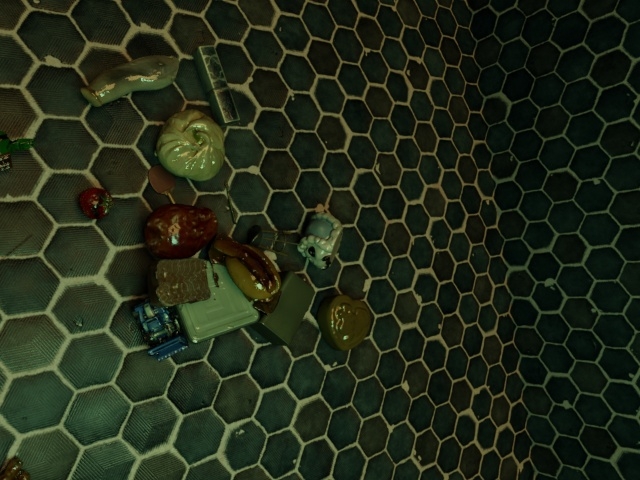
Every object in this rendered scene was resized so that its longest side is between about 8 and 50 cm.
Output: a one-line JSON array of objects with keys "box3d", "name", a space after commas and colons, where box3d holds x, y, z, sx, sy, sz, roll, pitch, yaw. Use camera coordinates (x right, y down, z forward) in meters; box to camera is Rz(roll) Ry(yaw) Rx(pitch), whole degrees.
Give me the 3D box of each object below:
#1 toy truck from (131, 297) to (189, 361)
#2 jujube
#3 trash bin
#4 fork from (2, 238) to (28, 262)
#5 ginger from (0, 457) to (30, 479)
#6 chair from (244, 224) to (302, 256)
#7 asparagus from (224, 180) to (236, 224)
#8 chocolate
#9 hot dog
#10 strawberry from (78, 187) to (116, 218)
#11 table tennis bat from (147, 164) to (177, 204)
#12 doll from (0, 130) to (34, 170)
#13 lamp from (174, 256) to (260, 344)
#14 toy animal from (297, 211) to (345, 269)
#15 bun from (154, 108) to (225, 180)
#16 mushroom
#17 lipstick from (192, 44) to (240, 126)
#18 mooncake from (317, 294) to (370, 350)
[{"box3d": [-0.505, 0.281, 1.554, 0.113, 0.126, 0.208, -25, 100, -10], "name": "toy truck"}, {"box3d": [-0.452, -0.035, 1.626, 0.255, 0.190, 0.189, -24, 99, -48], "name": "jujube"}, {"box3d": [-0.142, 0.255, 1.856, 0.164, 0.122, 0.240, 45, 58, -24], "name": "trash bin"}, {"box3d": [-0.887, 0.071, 1.371, 0.021, 0.039, 0.235, 53, 54, -25], "name": "fork"}, {"box3d": [-0.840, 0.672, 1.305, 0.103, 0.073, 0.162, 53, 56, -20], "name": "ginger"}, {"box3d": [-0.190, -0.005, 1.873, 0.222, 0.104, 0.095, 9, 53, -40], "name": "chair"}, {"box3d": [-0.333, -0.139, 1.824, 0.013, 0.016, 0.166, -12, 94, -4], "name": "asparagus"}, {"box3d": [-0.449, 0.132, 1.540, 0.214, 0.093, 0.148, 0, 77, -54], "name": "chocolate"}, {"box3d": [-0.254, 0.100, 1.708, 0.326, 0.107, 0.194, 36, 49, -9], "name": "hot dog"}, {"box3d": [-0.694, -0.116, 1.507, 0.106, 0.106, 0.106, 5, 81, -36], "name": "strawberry"}, {"box3d": [-0.530, -0.184, 1.684, 0.087, 0.013, 0.156, -34, 103, -37], "name": "table tennis bat"}, {"box3d": [-0.914, -0.275, 1.347, 0.186, 0.106, 0.134, 32, 60, -12], "name": "doll"}, {"box3d": [-0.368, 0.195, 1.685, 0.267, 0.047, 0.269, -16, 72, -36], "name": "lamp"}, {"box3d": [0.000, 0.000, 1.959, 0.156, 0.208, 0.204, 24, 68, 10], "name": "toy animal"}, {"box3d": [-0.429, -0.325, 1.686, 0.259, 0.160, 0.259, 6, 81, -39], "name": "bun"}, {"box3d": [-0.614, -0.530, 1.616, 0.351, 0.097, 0.109, -31, 100, -31], "name": "mushroom"}, {"box3d": [-0.383, -0.564, 1.800, 0.077, 0.076, 0.289, -23, 96, -35], "name": "lipstick"}, {"box3d": [0.099, 0.341, 2.029, 0.235, 0.117, 0.234, 7, 78, -39], "name": "mooncake"}]
